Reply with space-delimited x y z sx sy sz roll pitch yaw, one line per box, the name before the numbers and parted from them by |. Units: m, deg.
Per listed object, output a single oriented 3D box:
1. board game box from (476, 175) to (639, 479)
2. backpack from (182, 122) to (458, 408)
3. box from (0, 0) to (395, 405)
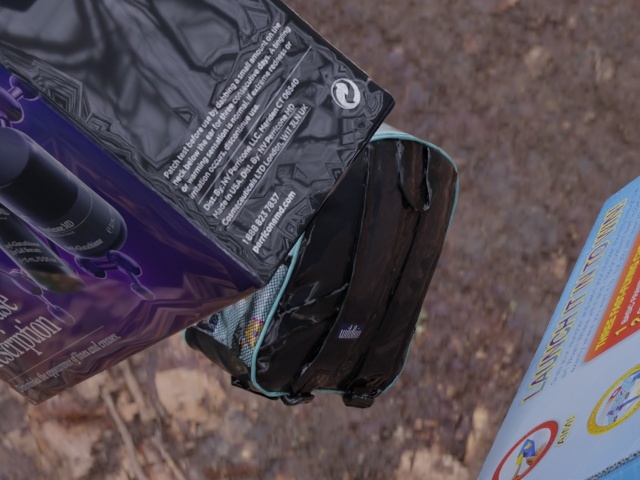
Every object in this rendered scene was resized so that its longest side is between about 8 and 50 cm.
board game box | 0.224 0.016 0.673 0.086 0.302 0.308 43 42 -7
backpack | 0.000 0.000 1.005 0.144 0.166 0.188 37 108 39
box | -0.121 -0.042 0.609 0.184 0.261 0.103 42 60 -11
